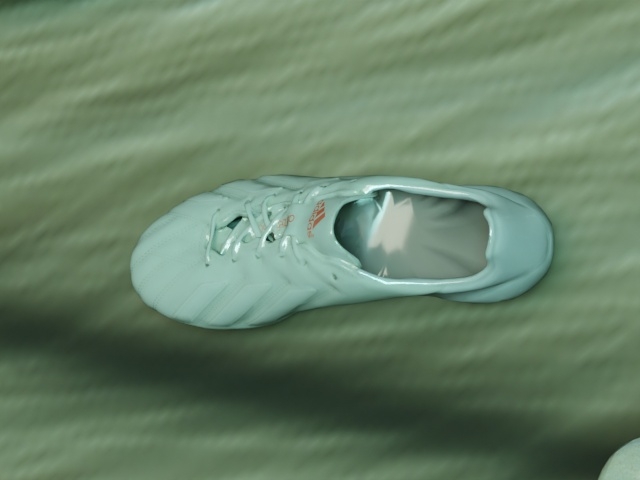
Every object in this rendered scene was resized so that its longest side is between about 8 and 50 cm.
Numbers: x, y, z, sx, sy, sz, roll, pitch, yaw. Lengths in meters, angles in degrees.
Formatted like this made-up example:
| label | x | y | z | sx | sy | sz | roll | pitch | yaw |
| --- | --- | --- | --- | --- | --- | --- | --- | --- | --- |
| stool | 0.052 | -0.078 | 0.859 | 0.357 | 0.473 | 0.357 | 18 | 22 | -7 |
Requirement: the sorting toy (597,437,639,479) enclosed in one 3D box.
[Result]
| label | x | y | z | sx | sy | sz | roll | pitch | yaw |
| --- | --- | --- | --- | --- | --- | --- | --- | --- | --- |
| sorting toy | 0.168 | 0.188 | 0.646 | 0.193 | 0.038 | 0.208 | 24 | 129 | 25 |

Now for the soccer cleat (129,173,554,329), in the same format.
| label | x | y | z | sx | sy | sz | roll | pitch | yaw |
| --- | --- | --- | --- | --- | --- | --- | --- | --- | --- |
| soccer cleat | 0.000 | 0.000 | 0.783 | 0.196 | 0.076 | 0.068 | -3 | 80 | 24 |
